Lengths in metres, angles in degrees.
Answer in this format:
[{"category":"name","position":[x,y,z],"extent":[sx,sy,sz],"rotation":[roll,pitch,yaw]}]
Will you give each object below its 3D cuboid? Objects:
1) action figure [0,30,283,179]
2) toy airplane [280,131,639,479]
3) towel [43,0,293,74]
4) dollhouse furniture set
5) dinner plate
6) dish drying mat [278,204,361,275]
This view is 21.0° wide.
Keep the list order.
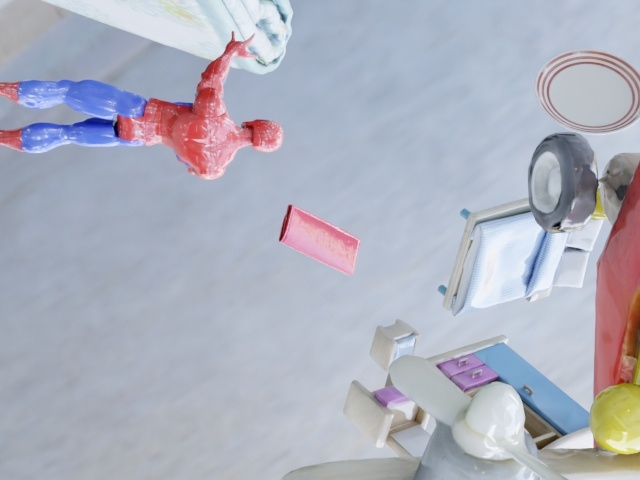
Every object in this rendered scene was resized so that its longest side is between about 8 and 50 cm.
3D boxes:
[{"category":"action figure","position":[-0.160,-0.122,1.493],"extent":[0.139,0.280,0.091],"rotation":[-64,161,-55]},{"category":"toy airplane","position":[0.219,0.137,0.938],"extent":[0.386,0.272,0.384],"rotation":[-44,110,-6]},{"category":"towel","position":[-0.201,-0.280,1.637],"extent":[0.374,0.320,0.090],"rotation":[57,56,-77]},{"category":"dollhouse furniture set","position":[0.222,0.098,1.937],"extent":[0.286,0.198,0.303],"rotation":[-14,130,-40]},{"category":"dinner plate","position":[0.334,-0.181,2.130],"extent":[0.141,0.141,0.017],"rotation":[-26,149,-18]},{"category":"dish drying mat","position":[0.000,0.000,1.340],"extent":[0.083,0.008,0.032],"rotation":[26,70,-44]}]
